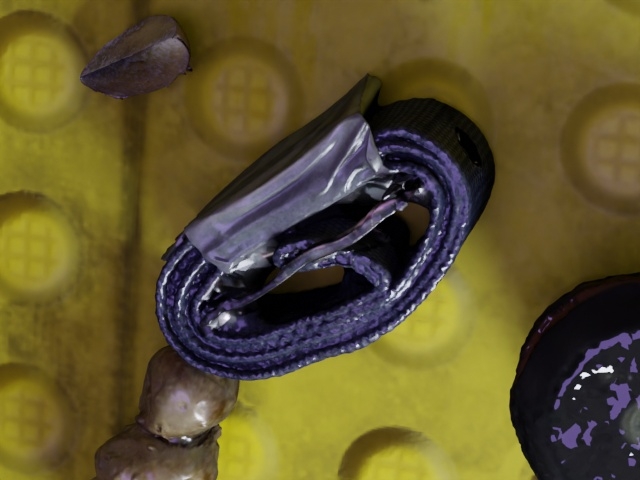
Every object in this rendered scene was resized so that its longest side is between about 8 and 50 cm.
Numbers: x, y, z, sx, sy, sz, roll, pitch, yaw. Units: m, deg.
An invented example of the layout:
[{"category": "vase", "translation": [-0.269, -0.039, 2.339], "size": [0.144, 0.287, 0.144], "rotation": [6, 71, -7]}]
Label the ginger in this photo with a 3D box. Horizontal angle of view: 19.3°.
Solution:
[{"category": "ginger", "translation": [-0.110, 0.161, 1.308], "size": [0.104, 0.080, 0.204], "rotation": [6, 110, -20]}]

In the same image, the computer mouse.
[{"category": "computer mouse", "translation": [0.254, 0.151, 1.182], "size": [0.183, 0.116, 0.323], "rotation": [-37, 100, 18]}]

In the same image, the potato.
[{"category": "potato", "translation": [-0.115, -0.125, 1.259], "size": [0.093, 0.036, 0.037], "rotation": [-19, 137, 37]}]

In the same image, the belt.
[{"category": "belt", "translation": [0.000, 0.000, 1.208], "size": [0.230, 0.126, 0.139], "rotation": [-33, 96, 22]}]
